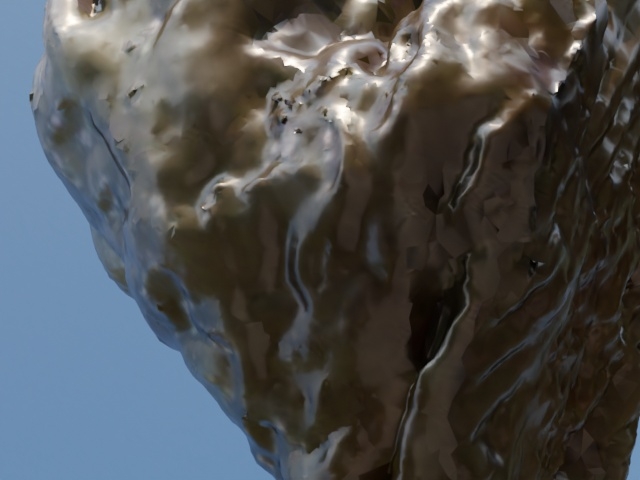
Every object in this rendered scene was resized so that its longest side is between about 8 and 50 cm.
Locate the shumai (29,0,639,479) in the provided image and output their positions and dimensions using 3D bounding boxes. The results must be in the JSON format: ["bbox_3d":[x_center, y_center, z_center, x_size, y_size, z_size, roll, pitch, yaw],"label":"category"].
[{"bbox_3d":[0.002,-0.001,0.512,0.184,0.185,0.218,16,-100,-63],"label":"shumai"}]
